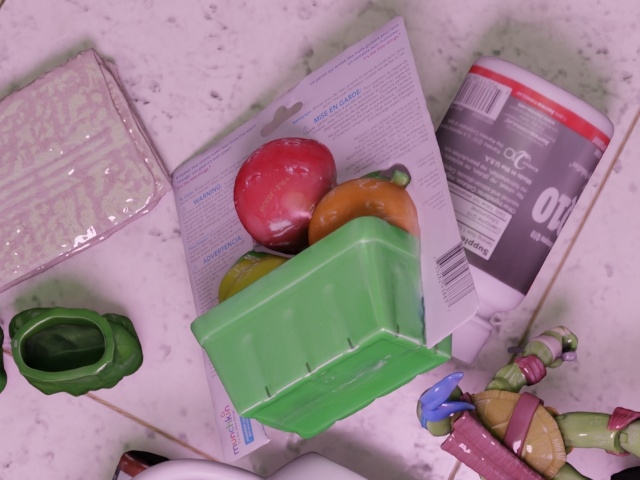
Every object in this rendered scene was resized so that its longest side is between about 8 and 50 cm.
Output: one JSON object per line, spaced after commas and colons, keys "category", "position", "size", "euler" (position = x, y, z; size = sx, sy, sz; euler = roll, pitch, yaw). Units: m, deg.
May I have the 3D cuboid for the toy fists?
{"category": "toy fists", "position": [-0.324, 0.118, 1.862], "size": [0.279, 0.142, 0.096], "euler": [-6, 75, 3]}

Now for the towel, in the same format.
{"category": "towel", "position": [-0.312, -0.064, 1.909], "size": [0.282, 0.049, 0.187], "euler": [-27, 86, 3]}

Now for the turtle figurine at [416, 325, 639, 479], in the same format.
{"category": "turtle figurine", "position": [0.243, 0.198, 1.765], "size": [0.266, 0.275, 0.198], "euler": [19, 67, 27]}

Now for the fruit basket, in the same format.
{"category": "fruit basket", "position": [0.000, 0.000, 1.763], "size": [0.327, 0.165, 0.353], "euler": [-33, 47, 28]}

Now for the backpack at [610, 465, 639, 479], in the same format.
{"category": "backpack", "position": [0.458, 0.400, 1.776], "size": [0.290, 0.273, 0.356], "euler": [-6, 100, -2]}

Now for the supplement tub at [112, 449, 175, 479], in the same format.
{"category": "supplement tub", "position": [-0.189, 0.325, 1.866], "size": [0.106, 0.106, 0.198], "euler": [20, 90, 3]}

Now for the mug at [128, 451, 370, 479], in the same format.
{"category": "mug", "position": [-0.058, 0.365, 1.765], "size": [0.374, 0.276, 0.328], "euler": [31, 82, -9]}

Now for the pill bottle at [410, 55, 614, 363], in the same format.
{"category": "pill bottle", "position": [0.163, -0.029, 1.825], "size": [0.161, 0.161, 0.283], "euler": [29, 91, 3]}
